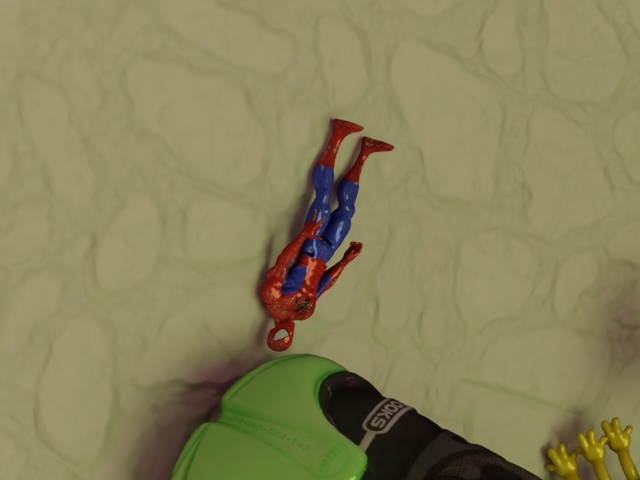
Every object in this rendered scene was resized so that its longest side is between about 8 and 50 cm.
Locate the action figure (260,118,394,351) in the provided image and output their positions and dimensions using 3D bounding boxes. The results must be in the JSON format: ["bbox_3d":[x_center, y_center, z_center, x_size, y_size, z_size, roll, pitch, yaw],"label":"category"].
[{"bbox_3d":[0.000,0.000,0.885,0.038,0.030,0.115,29,83,-45],"label":"action figure"}]

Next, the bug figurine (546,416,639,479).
[{"bbox_3d":[0.261,0.165,1.036,0.216,0.072,0.279,-28,122,14],"label":"bug figurine"}]

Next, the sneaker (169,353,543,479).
[{"bbox_3d":[0.109,0.247,0.914,0.483,0.202,0.185,45,72,-37],"label":"sneaker"}]
